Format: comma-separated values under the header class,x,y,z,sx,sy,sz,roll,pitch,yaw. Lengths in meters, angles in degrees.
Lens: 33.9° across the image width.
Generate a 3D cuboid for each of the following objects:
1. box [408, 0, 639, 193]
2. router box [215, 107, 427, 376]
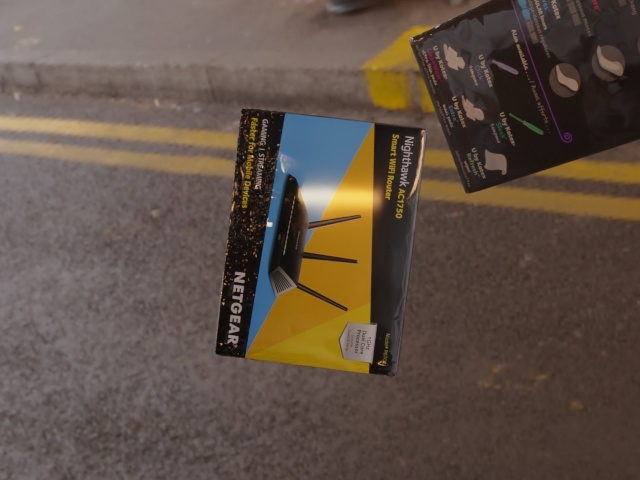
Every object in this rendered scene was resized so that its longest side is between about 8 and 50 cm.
class,x,y,z,sx,sy,sz,roll,pitch,yaw
box,0.234,-0.151,0.822,0.165,0.143,0.270,-24,4,-44
router box,0.000,0.000,0.759,0.133,0.178,0.046,6,6,2
